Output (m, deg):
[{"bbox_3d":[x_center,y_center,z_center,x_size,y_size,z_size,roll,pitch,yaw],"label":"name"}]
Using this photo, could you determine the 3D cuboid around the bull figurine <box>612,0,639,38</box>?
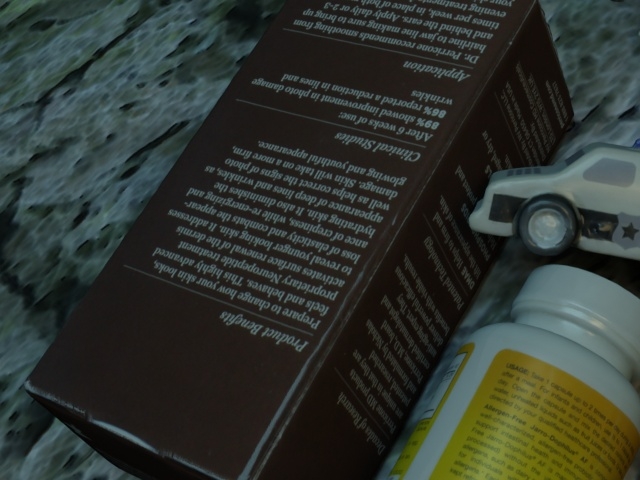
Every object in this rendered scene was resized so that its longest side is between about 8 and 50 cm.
[{"bbox_3d":[0.240,-0.248,0.941,0.310,0.101,0.188,29,74,37],"label":"bull figurine"}]

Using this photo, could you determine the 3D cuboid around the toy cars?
[{"bbox_3d":[0.254,-0.007,0.693,0.394,0.176,0.087,20,104,48],"label":"toy cars"}]

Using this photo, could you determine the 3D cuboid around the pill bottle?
[{"bbox_3d":[0.113,0.122,0.727,0.118,0.117,0.208,17,66,34],"label":"pill bottle"}]

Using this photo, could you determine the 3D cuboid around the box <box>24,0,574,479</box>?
[{"bbox_3d":[0.000,0.000,0.858,0.191,0.143,0.381,19,65,34],"label":"box"}]
